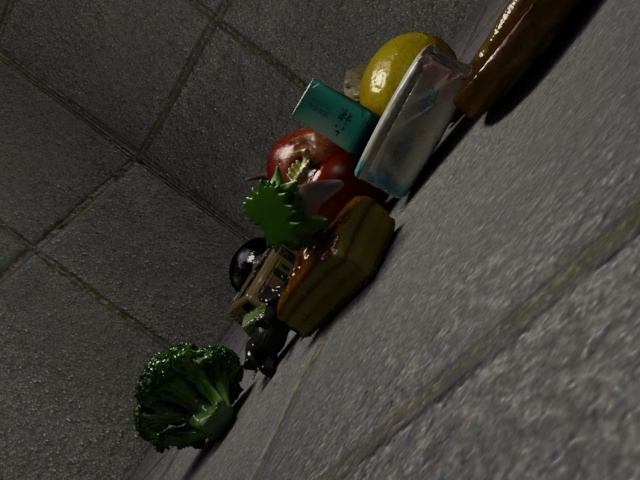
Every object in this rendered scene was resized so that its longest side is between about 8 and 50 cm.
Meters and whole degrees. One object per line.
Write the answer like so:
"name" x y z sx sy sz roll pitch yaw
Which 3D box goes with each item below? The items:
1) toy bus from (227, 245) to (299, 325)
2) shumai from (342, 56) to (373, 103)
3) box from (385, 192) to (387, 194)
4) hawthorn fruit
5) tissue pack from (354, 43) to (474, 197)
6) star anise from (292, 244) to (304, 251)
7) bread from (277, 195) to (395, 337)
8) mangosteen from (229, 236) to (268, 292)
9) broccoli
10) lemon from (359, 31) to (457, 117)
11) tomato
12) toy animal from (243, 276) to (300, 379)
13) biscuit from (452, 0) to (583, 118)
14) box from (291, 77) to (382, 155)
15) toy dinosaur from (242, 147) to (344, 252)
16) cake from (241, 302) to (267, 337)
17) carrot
"toy bus" -0.147 0.130 2.305 0.157 0.139 0.290 -44 11 43
"shumai" 0.231 -0.356 2.137 0.313 0.263 0.267 -15 39 0
"box" 0.148 -0.143 1.981 0.153 0.041 0.279 -53 4 24
"hawthorn fruit" -0.006 -0.163 1.908 0.261 0.258 0.258 13 59 45
"tissue pack" 0.187 -0.236 1.545 0.271 0.124 0.201 -63 -1 24
"star anise" 0.003 -0.006 1.998 0.196 0.111 0.212 -32 -20 17
"bread" 0.022 0.043 1.417 0.234 0.110 0.184 -48 7 41
"mangosteen" -0.181 0.096 2.549 0.243 0.243 0.243 -53 5 6
"broccoli" -0.277 0.344 1.698 0.241 0.261 0.269 20 72 45
"lemon" 0.210 -0.362 1.854 0.263 0.236 0.236 -36 -5 -30
"tomato" 0.062 -0.068 1.697 0.200 0.139 0.233 -50 -32 -14
"toy animal" -0.095 0.169 1.618 0.245 0.114 0.146 -52 5 11
"biscuit" 0.364 -0.365 1.306 0.394 0.070 0.350 -53 1 7
"box" 0.059 -0.253 1.679 0.092 0.153 0.245 -59 -17 10
"toy dinosaur" -0.026 -0.044 1.385 0.177 0.152 0.194 -18 -31 -51
"cake" -0.084 0.141 1.841 0.235 0.099 0.100 -52 6 6
"carrot" 0.331 -0.350 1.580 0.342 0.070 0.070 -57 1 40
